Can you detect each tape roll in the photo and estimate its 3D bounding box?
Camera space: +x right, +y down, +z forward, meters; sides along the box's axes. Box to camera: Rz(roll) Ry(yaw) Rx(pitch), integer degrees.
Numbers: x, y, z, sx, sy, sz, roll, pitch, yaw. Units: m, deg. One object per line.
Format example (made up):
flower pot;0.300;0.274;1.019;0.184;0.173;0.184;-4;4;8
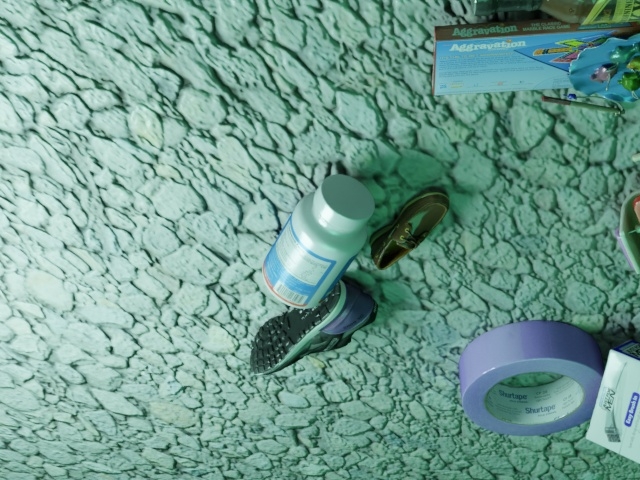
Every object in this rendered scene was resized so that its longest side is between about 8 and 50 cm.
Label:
tape roll;0.405;0.269;1.852;0.275;0.090;0.274;1;139;1

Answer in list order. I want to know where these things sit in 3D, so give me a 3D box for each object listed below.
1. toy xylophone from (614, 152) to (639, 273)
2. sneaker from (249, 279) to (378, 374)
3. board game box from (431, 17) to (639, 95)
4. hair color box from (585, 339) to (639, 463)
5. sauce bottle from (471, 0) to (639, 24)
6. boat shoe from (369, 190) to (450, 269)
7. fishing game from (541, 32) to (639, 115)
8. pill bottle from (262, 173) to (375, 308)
toy xylophone;0.600;-0.066;1.471;0.323;0.081;0.236;-25;132;27
sneaker;-0.011;0.179;1.754;0.124;0.107;0.283;24;134;-32
board game box;0.291;-0.245;1.281;0.281;0.027;0.145;-3;160;4
hair color box;0.655;0.323;1.679;0.339;0.110;0.185;22;111;34
sauce bottle;0.356;-0.318;1.170;0.345;0.111;0.111;-2;139;6
boat shoe;0.146;-0.012;1.559;0.064;0.060;0.178;26;133;-25
fishing game;0.418;-0.217;1.260;0.189;0.041;0.264;6;162;-19
pill bottle;0.000;0.000;1.530;0.124;0.124;0.221;17;136;-17
